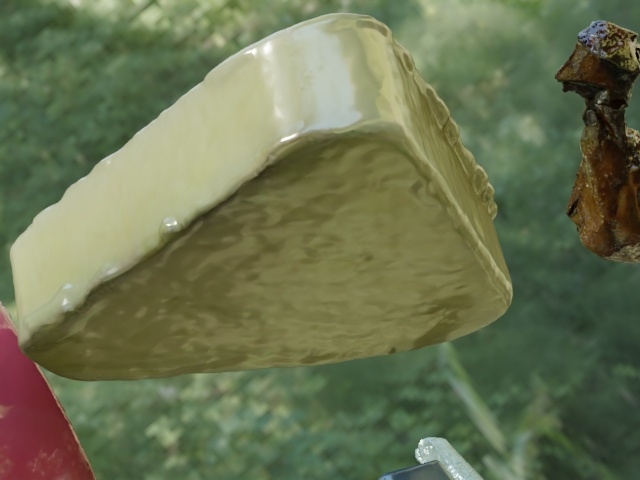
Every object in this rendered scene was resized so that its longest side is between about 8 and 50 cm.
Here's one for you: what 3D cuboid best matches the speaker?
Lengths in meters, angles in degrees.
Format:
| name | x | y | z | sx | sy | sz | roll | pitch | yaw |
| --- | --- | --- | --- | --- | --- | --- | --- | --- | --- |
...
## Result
| name | x | y | z | sx | sy | sz | roll | pitch | yaw |
| --- | --- | --- | --- | --- | --- | --- | --- | --- | --- |
| speaker | -0.305 | 0.164 | 1.590 | 0.294 | 0.294 | 0.294 | -39 | 4 | 3 |

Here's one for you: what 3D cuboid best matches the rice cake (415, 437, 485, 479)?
| name | x | y | z | sx | sy | sz | roll | pitch | yaw |
| --- | --- | --- | --- | --- | --- | --- | --- | --- | --- |
| rice cake | 0.139 | 0.230 | 1.744 | 0.033 | 0.171 | 0.029 | 11 | -66 | -40 |

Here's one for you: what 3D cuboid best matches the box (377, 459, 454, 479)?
| name | x | y | z | sx | sy | sz | roll | pitch | yaw |
| --- | --- | --- | --- | --- | --- | --- | --- | --- | --- |
| box | 0.055 | 0.192 | 1.310 | 0.074 | 0.054 | 0.099 | -12 | -31 | -44 |

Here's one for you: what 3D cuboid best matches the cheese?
| name | x | y | z | sx | sy | sz | roll | pitch | yaw |
| --- | --- | --- | --- | --- | --- | --- | --- | --- | --- |
| cheese | -0.001 | 0.001 | 1.447 | 0.384 | 0.104 | 0.384 | -10 | -26 | -5 |

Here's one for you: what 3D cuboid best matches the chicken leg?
| name | x | y | z | sx | sy | sz | roll | pitch | yaw |
| --- | --- | --- | --- | --- | --- | --- | --- | --- | --- |
| chicken leg | 0.272 | -0.080 | 1.827 | 0.113 | 0.304 | 0.093 | -16 | 48 | 6 |
